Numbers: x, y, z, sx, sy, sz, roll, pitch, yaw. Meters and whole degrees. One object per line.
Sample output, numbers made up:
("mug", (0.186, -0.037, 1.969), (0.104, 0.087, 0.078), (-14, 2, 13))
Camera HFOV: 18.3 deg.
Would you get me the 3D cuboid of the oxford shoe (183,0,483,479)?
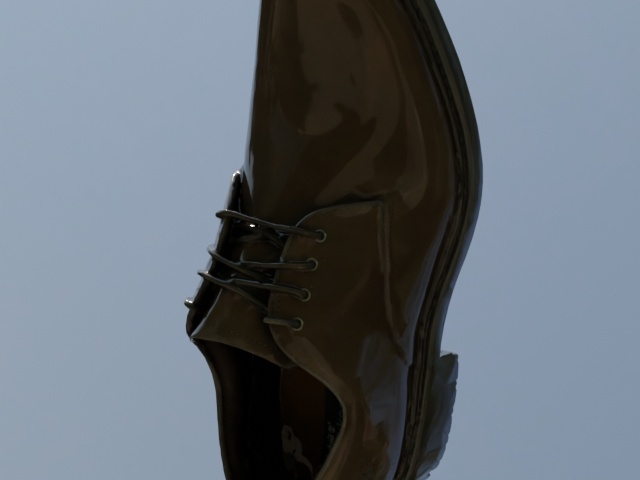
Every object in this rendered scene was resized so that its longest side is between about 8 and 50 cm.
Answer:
("oxford shoe", (0.000, 0.000, 0.681), (0.083, 0.096, 0.227), (12, -67, 37))
